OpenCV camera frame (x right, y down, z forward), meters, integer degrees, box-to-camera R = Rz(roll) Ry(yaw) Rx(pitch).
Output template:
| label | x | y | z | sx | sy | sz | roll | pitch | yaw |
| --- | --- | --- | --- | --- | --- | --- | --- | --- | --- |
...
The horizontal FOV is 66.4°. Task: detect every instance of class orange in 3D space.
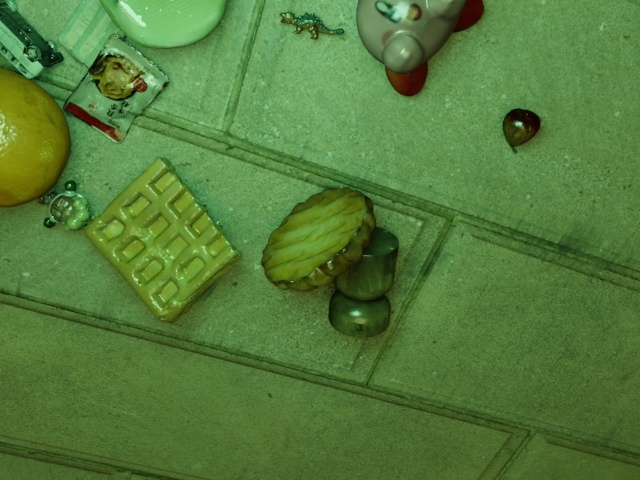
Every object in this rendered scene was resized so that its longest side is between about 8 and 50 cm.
| label | x | y | z | sx | sy | sz | roll | pitch | yaw |
| --- | --- | --- | --- | --- | --- | --- | --- | --- | --- |
| orange | -0.730 | -0.230 | 1.098 | 0.312 | 0.312 | 0.312 | -1 | 117 | -1 |

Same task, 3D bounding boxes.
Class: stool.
| label | x | y | z | sx | sy | sz | roll | pitch | yaw |
| --- | --- | --- | --- | --- | --- | --- | --- | --- | --- |
| stool | 0.115 | 0.111 | 1.358 | 0.179 | 0.179 | 0.264 | 1 | 116 | -2 |

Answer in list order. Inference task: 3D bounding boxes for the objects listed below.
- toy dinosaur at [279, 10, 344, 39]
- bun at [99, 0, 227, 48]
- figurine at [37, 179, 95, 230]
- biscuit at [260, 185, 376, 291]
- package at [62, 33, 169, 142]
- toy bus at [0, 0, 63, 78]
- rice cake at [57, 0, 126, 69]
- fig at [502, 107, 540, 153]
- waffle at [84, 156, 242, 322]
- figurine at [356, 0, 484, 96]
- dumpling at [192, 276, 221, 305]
| label | x | y | z | sx | sy | sz | roll | pitch | yaw |
| --- | --- | --- | --- | --- | --- | --- | --- | --- | --- |
| toy dinosaur | -0.021 | -0.492 | 1.121 | 0.154 | 0.049 | 0.055 | 12 | 113 | -2 |
| bun | -0.335 | -0.540 | 1.022 | 0.283 | 0.179 | 0.283 | -5 | 102 | -27 |
| figurine | -0.687 | -0.101 | 1.276 | 0.197 | 0.093 | 0.147 | 32 | 101 | -15 |
| biscuit | 0.000 | 0.000 | 1.221 | 0.326 | 0.325 | 0.107 | -32 | 121 | 14 |
| package | -0.489 | -0.353 | 1.171 | 0.154 | 0.030 | 0.239 | 36 | 119 | -27 |
| toy bus | -0.690 | -0.460 | 1.100 | 0.089 | 0.087 | 0.194 | -31 | 115 | 24 |
| rice cake | -0.501 | -0.492 | 1.112 | 0.211 | 0.038 | 0.124 | -39 | 112 | 18 |
| fig | 0.497 | -0.269 | 1.238 | 0.089 | 0.089 | 0.125 | 4 | 137 | -3 |
| waffle | -0.409 | 0.005 | 1.266 | 0.304 | 0.077 | 0.348 | -41 | 89 | 8 |
| figurine | 0.186 | -0.481 | 1.056 | 0.211 | 0.261 | 0.269 | 43 | 112 | 9 |
| dumpling | -0.357 | 0.096 | 1.382 | 0.108 | 0.152 | 0.219 | 37 | 103 | 7 |
